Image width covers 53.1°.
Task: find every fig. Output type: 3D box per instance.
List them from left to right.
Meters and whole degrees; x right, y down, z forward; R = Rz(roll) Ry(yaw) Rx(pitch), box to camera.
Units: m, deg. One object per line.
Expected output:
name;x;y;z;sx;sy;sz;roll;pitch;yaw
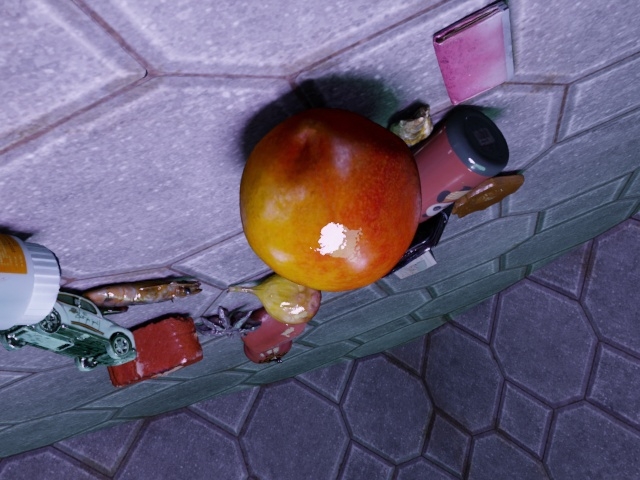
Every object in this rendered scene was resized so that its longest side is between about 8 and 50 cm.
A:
fig;-0.130;0.148;1.762;0.257;0.159;0.159;7;153;-18

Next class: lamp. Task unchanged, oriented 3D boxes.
lamp;-0.187;0.384;2.322;0.182;0.140;0.182;-17;159;-7

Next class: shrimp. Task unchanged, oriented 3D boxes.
shrimp;-0.432;0.139;1.504;0.296;0.058;0.169;-3;160;-32

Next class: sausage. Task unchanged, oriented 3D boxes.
sausage;-0.153;0.274;2.058;0.254;0.148;0.148;-27;161;25

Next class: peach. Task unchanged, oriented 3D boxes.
peach;0.016;-0.071;1.043;0.308;0.308;0.332;-21;148;1

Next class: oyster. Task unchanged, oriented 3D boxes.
oyster;0.174;-0.211;1.201;0.122;0.045;0.146;-25;168;-39

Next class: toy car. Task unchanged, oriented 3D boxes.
toy car;-0.529;0.184;1.357;0.136;0.125;0.306;-24;145;30

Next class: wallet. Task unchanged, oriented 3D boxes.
wallet;0.234;-0.043;1.462;0.172;0.045;0.318;-37;-169;40
wallet;0.255;-0.297;1.050;0.119;0.025;0.232;-25;161;12

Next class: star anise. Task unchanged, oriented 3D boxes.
star anise;-0.279;0.254;1.942;0.205;0.061;0.180;9;141;-21

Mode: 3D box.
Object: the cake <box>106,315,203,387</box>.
cake;-0.472;0.314;1.811;0.283;0.151;0.177;-22;174;2

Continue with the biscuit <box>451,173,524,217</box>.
biscuit;0.436;-0.120;1.737;0.182;0.034;0.215;-8;160;-32

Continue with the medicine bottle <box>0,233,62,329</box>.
medicine bottle;-0.564;0.057;0.954;0.158;0.158;0.318;-29;159;24

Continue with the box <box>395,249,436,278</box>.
box;0.258;0.039;1.919;0.135;0.079;0.269;-25;162;11

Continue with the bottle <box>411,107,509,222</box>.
bottle;0.222;-0.125;1.329;0.144;0.144;0.336;-7;159;-37
